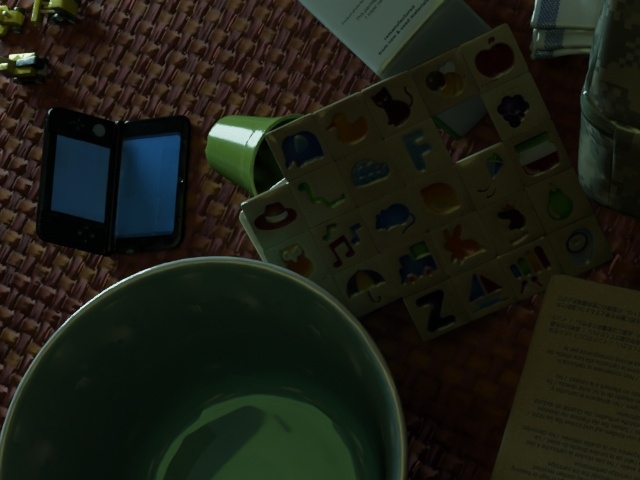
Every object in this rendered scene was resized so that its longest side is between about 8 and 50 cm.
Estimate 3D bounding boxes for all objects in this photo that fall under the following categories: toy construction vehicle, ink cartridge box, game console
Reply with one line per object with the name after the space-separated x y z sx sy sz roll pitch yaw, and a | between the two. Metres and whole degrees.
-0.272 -0.187 1.788 0.098 0.035 0.086 4 74 29 | toy construction vehicle
0.044 -0.192 1.553 0.087 0.153 0.208 -48 57 7 | ink cartridge box
-0.176 -0.054 1.672 0.071 0.107 0.122 -23 59 52 | game console
0.251 0.142 1.362 0.234 0.088 0.193 13 80 30 | ink cartridge box

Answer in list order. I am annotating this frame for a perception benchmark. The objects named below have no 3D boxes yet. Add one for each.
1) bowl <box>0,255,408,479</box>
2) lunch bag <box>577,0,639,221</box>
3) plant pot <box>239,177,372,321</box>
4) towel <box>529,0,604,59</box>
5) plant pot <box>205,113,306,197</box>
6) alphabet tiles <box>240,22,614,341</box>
-0.068 0.184 1.456 0.311 0.163 0.312 -5 70 15 | bowl
0.330 -0.132 1.268 0.305 0.256 0.213 19 58 19 | lunch bag
0.000 0.000 1.541 0.109 0.096 0.109 -37 60 12 | plant pot
0.305 -0.229 1.497 0.285 0.034 0.209 4 72 27 | towel
-0.050 -0.071 1.611 0.079 0.083 0.083 20 83 45 | plant pot
0.071 -0.024 1.466 0.237 0.009 0.198 -24 105 8 | alphabet tiles
